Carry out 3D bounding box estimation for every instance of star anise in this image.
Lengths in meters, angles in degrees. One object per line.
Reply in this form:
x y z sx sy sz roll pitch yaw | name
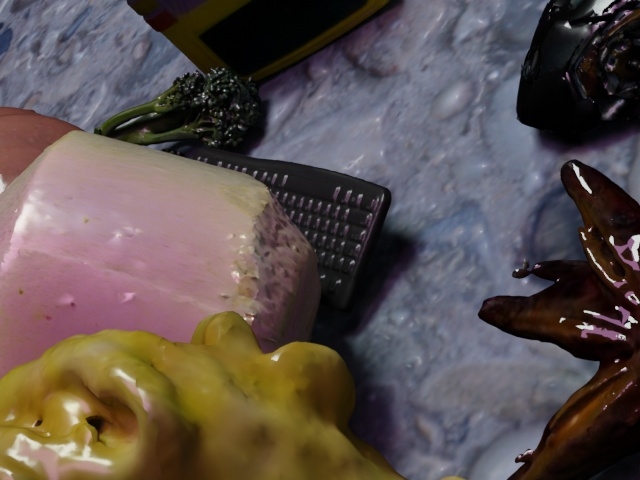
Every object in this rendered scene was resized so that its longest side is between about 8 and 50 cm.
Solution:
0.201 0.058 0.684 0.272 0.102 0.272 -11 74 42 | star anise

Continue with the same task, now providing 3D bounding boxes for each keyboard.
-0.009 -0.004 0.983 0.381 0.041 0.103 17 86 48 | keyboard

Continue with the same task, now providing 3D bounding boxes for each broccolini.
-0.210 -0.055 1.234 0.392 0.079 0.074 -28 45 34 | broccolini

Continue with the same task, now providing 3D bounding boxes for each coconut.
-0.132 0.051 0.868 0.245 0.233 0.233 13 58 9 | coconut

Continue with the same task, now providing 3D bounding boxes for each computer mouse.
0.221 -0.164 0.888 0.241 0.077 0.146 -40 38 7 | computer mouse

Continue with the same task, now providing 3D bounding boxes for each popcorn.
-0.068 0.196 0.635 0.316 0.297 0.281 -52 3 -4 | popcorn

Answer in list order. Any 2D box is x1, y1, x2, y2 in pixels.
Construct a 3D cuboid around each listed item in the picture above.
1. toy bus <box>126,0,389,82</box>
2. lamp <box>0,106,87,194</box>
-0.078 -0.379 1.244 0.209 0.249 0.440 -28 45 22 | toy bus
-0.299 0.017 1.080 0.305 0.239 0.305 -27 40 25 | lamp
